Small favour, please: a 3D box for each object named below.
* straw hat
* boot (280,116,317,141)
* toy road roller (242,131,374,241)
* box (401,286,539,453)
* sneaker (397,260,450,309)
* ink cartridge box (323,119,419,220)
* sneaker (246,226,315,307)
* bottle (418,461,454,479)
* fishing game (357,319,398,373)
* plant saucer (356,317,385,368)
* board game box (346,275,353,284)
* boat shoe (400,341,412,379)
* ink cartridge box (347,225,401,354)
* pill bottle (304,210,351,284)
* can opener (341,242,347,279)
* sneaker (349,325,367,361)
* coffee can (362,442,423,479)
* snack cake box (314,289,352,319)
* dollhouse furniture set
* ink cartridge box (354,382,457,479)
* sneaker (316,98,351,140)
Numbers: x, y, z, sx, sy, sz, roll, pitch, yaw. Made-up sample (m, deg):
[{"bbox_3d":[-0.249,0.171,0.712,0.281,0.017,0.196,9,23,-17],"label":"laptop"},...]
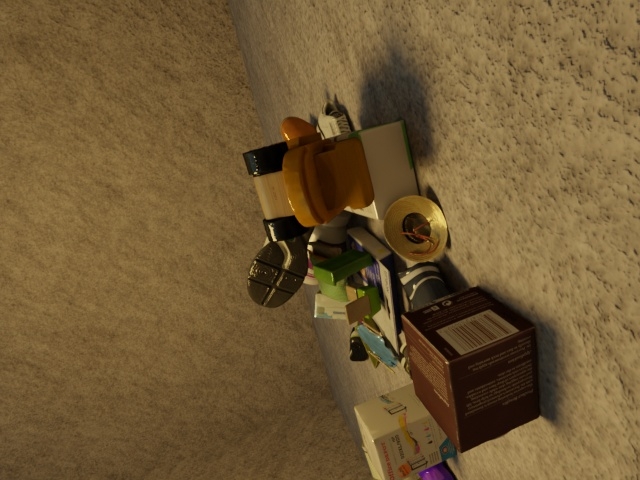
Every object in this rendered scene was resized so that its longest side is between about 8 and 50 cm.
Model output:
[{"bbox_3d":[0.211,-0.028,0.917,0.061,0.144,0.145,-23,-84,-61],"label":"straw hat"},{"bbox_3d":[0.007,-0.240,1.274,0.295,0.104,0.211,41,-167,-29],"label":"boot"},{"bbox_3d":[0.008,-0.136,0.939,0.329,0.240,0.203,-43,-59,-63],"label":"toy road roller"},{"bbox_3d":[0.270,0.227,0.775,0.167,0.168,0.203,-134,28,-65],"label":"box"},{"bbox_3d":[0.242,0.156,0.989,0.282,0.099,0.153,83,170,-56],"label":"sneaker"},{"bbox_3d":[0.115,-0.171,1.034,0.273,0.114,0.199,-147,40,-71],"label":"ink cartridge box"},{"bbox_3d":[-0.094,-0.013,1.354,0.257,0.169,0.448,-79,11,-67],"label":"sneaker"},{"bbox_3d":[0.380,0.776,1.314,0.118,0.092,0.283,82,165,-47],"label":"bottle"},{"bbox_3d":[0.201,0.359,1.465,0.189,0.041,0.264,31,153,45],"label":"fishing game"},{"bbox_3d":[0.203,0.384,1.672,0.188,0.045,0.188,88,161,-54],"label":"plant saucer"},{"bbox_3d":[0.054,0.074,1.882,0.305,0.053,0.193,-138,32,-68],"label":"board game box"},{"bbox_3d":[0.271,0.328,1.178,0.228,0.081,0.069,75,168,-54],"label":"boat shoe"},{"bbox_3d":[0.186,0.144,1.330,0.307,0.072,0.304,-132,27,-59],"label":"ink cartridge box"},{"bbox_3d":[0.000,0.000,1.531,0.302,0.169,0.169,-65,36,32],"label":"pill bottle"},{"bbox_3d":[0.057,0.054,1.654,0.075,0.095,0.284,12,125,28],"label":"can opener"},{"bbox_3d":[0.175,0.471,1.937,0.235,0.084,0.097,86,-174,-48],"label":"sneaker"},{"bbox_3d":[0.296,0.879,1.602,0.201,0.201,0.276,124,127,-76],"label":"coffee can"},{"bbox_3d":[0.067,0.233,1.606,0.264,0.152,0.089,6,-93,-84],"label":"snack cake box"},{"bbox_3d":[0.022,0.129,1.316,0.301,0.151,0.198,15,122,53],"label":"dollhouse furniture set"},{"bbox_3d":[0.247,0.567,1.262,0.168,0.232,0.171,-145,38,-72],"label":"ink cartridge box"},{"bbox_3d":[0.053,-0.306,1.223,0.235,0.090,0.095,60,149,32],"label":"sneaker"}]
